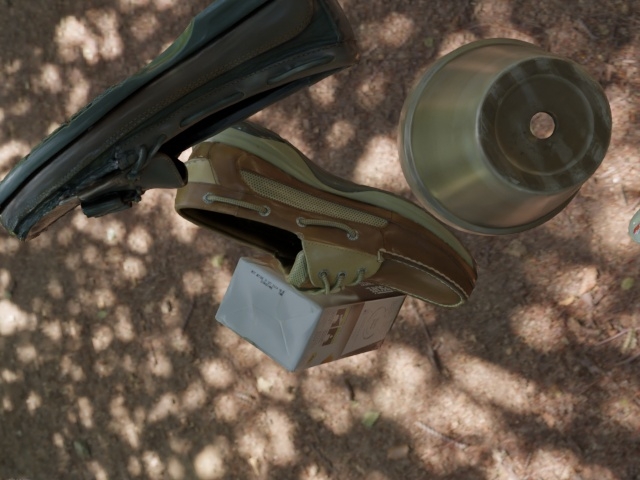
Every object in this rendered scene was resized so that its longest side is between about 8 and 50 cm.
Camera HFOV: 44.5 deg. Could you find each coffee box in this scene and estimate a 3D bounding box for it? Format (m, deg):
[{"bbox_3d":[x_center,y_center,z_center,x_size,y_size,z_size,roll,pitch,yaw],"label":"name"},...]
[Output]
[{"bbox_3d":[-0.005,0.091,1.076,0.141,0.246,0.098,31,106,28],"label":"coffee box"}]

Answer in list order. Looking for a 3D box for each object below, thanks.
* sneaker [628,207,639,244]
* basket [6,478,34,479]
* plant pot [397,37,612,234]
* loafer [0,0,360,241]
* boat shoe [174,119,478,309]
[{"bbox_3d":[0.444,-0.022,0.997,0.057,0.075,0.161,54,151,-2],"label":"sneaker"},{"bbox_3d":[-0.305,0.323,0.678,0.289,0.254,0.201,-5,112,55],"label":"basket"},{"bbox_3d":[0.294,-0.164,1.181,0.280,0.323,0.323,-142,43,-86],"label":"plant pot"},{"bbox_3d":[-0.095,-0.073,0.505,0.267,0.096,0.084,-37,99,8],"label":"loafer"},{"bbox_3d":[0.000,0.000,0.800,0.324,0.120,0.122,26,155,-5],"label":"boat shoe"}]
